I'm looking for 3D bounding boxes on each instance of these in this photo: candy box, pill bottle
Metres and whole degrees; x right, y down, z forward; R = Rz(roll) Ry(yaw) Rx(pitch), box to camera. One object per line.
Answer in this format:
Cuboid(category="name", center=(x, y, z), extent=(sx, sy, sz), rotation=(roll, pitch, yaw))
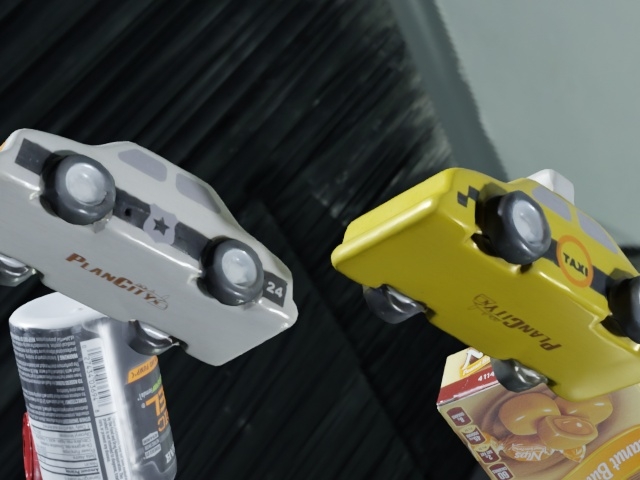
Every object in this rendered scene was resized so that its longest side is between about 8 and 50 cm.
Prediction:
Cuboid(category="candy box", center=(0.277, 0.217, 1.130), extent=(0.183, 0.087, 0.316), rotation=(-27, 111, 29))
Cuboid(category="pill bottle", center=(-0.211, 0.174, 1.115), extent=(0.130, 0.130, 0.245), rotation=(6, 110, 47))

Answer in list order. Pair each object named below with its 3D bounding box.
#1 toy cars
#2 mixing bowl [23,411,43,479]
Cuboid(category="toy cars", center=(0.000, 0.000, 0.619), extent=(0.394, 0.087, 0.176), rotation=(5, 146, 6))
Cuboid(category="mixing bowl", center=(-0.313, 0.251, 1.432), extent=(0.098, 0.181, 0.181), rotation=(-1, 163, -21))
